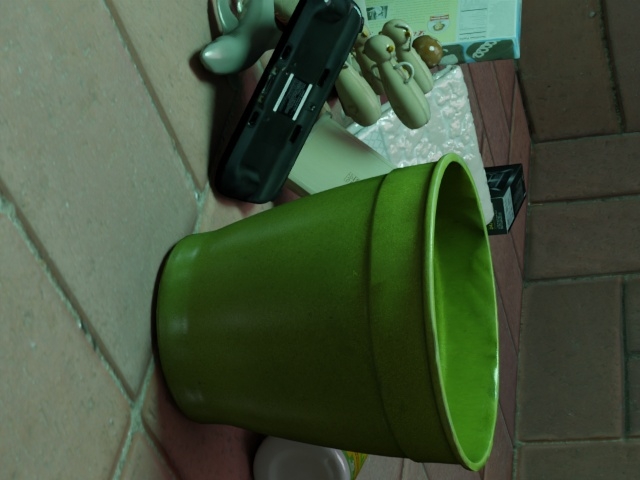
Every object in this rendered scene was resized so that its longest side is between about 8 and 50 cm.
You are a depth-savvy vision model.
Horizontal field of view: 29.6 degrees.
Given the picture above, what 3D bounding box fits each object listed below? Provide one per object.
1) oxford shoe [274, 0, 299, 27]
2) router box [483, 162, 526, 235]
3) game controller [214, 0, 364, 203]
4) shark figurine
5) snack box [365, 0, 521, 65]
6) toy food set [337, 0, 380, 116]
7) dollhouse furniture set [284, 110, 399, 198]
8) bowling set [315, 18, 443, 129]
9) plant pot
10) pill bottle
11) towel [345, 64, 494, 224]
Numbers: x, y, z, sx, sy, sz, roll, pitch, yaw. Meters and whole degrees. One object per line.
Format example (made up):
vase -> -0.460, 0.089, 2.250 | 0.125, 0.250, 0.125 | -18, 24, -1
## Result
oxford shoe -> -0.053, -0.379, 1.846 | 0.130, 0.123, 0.348 | -38, 140, -23
router box -> 0.291, -0.080, 2.537 | 0.309, 0.242, 0.081 | -44, 127, -66
game controller -> -0.043, -0.197, 1.646 | 0.166, 0.067, 0.319 | 18, 100, -61
shark figurine -> -0.074, -0.316, 1.672 | 0.166, 0.116, 0.278 | 60, 40, -58
snack box -> 0.211, -0.409, 2.257 | 0.060, 0.321, 0.187 | 67, 25, -50
toy food set -> 0.062, -0.342, 2.053 | 0.306, 0.092, 0.220 | -102, -178, -75
dollhouse furniture set -> 0.000, 0.000, 1.911 | 0.286, 0.198, 0.303 | -50, 171, -23
bowling set -> 0.082, -0.282, 1.834 | 0.200, 0.287, 0.154 | -49, 123, -29
plant pot -> 0.006, 0.094, 1.451 | 0.366, 0.352, 0.367 | -5, 90, -72
pill bottle -> 0.004, 0.283, 1.734 | 0.246, 0.136, 0.136 | -47, 129, -66
towel -> 0.175, -0.110, 2.214 | 0.317, 0.053, 0.332 | -33, 124, -26
